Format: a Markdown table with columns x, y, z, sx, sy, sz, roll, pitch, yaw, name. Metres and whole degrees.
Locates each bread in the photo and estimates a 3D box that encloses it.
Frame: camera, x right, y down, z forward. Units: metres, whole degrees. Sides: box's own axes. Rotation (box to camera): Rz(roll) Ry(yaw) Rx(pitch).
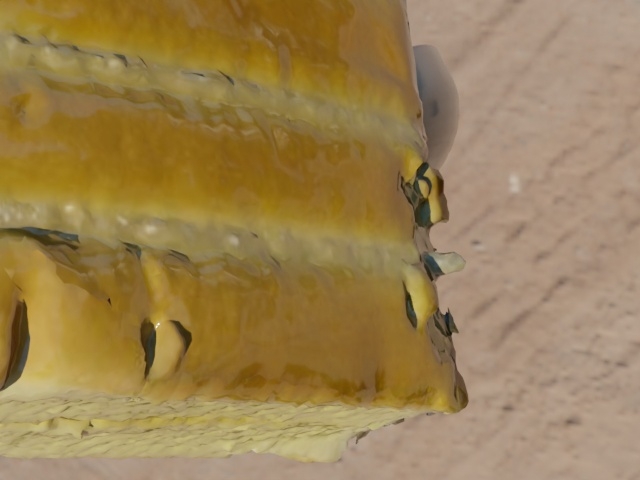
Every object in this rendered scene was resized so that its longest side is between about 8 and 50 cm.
| x | y | z | sx | sy | sz | roll | pitch | yaw | name |
| --- | --- | --- | --- | --- | --- | --- | --- | --- | --- |
| -0.064 | -0.048 | 0.476 | 0.111 | 0.246 | 0.239 | -19 | 74 | 39 | bread |

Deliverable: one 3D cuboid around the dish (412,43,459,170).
| x | y | z | sx | sy | sz | roll | pitch | yaw | name |
| --- | --- | --- | --- | --- | --- | --- | --- | --- | --- |
| 0.000 | 0.000 | 1.006 | 0.273 | 0.273 | 0.133 | -32 | 83 | -18 | dish |
